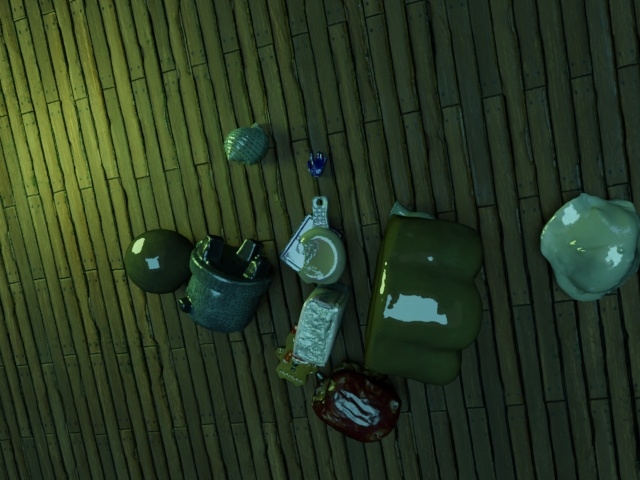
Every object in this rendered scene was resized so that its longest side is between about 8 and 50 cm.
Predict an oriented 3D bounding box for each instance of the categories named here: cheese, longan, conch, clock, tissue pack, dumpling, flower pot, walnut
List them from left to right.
[{"bbox_3d":[-0.555,0.075,1.456,0.248,0.248,0.249,1,97,12],"label":"longan"},{"bbox_3d":[-0.319,0.118,1.381,0.299,0.299,0.283,27,109,8],"label":"flower pot"},{"bbox_3d":[-0.253,-0.323,1.406,0.153,0.102,0.135,-42,102,12],"label":"conch"},{"bbox_3d":[-0.029,0.021,1.409,0.144,0.073,0.193,37,102,5],"label":"clock"},{"bbox_3d":[0.000,0.000,1.324,0.163,0.082,0.287,-2,95,12],"label":"cheese"},{"bbox_3d":[0.010,0.252,1.326,0.124,0.271,0.202,12,99,8],"label":"tissue pack"},{"bbox_3d":[0.122,0.519,1.364,0.268,0.222,0.244,28,64,-3],"label":"walnut"},{"bbox_3d":[0.766,0.023,1.185,0.242,0.187,0.318,18,103,6],"label":"dumpling"}]

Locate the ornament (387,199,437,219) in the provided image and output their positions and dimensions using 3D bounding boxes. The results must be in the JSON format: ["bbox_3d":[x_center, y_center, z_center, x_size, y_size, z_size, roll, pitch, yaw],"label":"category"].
[{"bbox_3d":[0.302,-0.067,1.329,0.156,0.081,0.075,28,105,12],"label":"ornament"}]

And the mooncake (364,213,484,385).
[{"bbox_3d":[0.274,0.158,1.168,0.262,0.467,0.468,9,98,4],"label":"mooncake"}]

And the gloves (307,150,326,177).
[{"bbox_3d":[-0.016,-0.260,1.398,0.064,0.026,0.086,16,100,12],"label":"gloves"}]

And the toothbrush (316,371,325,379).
[{"bbox_3d":[0.090,0.584,1.470,0.304,0.030,0.030,46,103,2],"label":"toothbrush"}]

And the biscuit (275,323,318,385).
[{"bbox_3d":[-0.076,0.410,1.483,0.165,0.036,0.226,25,100,9],"label":"biscuit"}]
